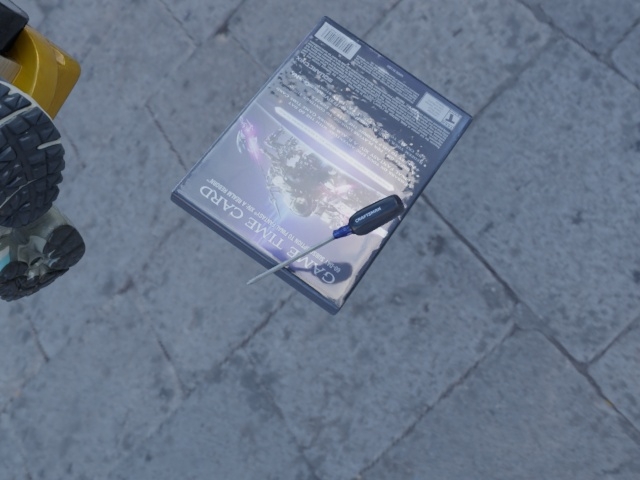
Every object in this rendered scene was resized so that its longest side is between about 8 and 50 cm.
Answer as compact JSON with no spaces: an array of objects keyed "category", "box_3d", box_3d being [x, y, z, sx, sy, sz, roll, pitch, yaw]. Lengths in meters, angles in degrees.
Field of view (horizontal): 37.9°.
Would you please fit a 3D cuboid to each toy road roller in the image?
[{"category":"toy road roller","box_3d":[-0.444,-0.226,1.107,0.329,0.240,0.202,38,97,23]}]

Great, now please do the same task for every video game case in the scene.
[{"category":"video game case","box_3d":[0.009,-0.085,0.943,0.196,0.026,0.274,35,64,3]}]

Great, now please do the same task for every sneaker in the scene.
[{"category":"sneaker","box_3d":[-0.271,-0.050,0.722,0.110,0.283,0.122,-38,75,-23]}]

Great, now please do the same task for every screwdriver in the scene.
[{"category":"screwdriver","box_3d":[0.000,0.000,0.853,0.170,0.025,0.024,-23,10,18]}]
